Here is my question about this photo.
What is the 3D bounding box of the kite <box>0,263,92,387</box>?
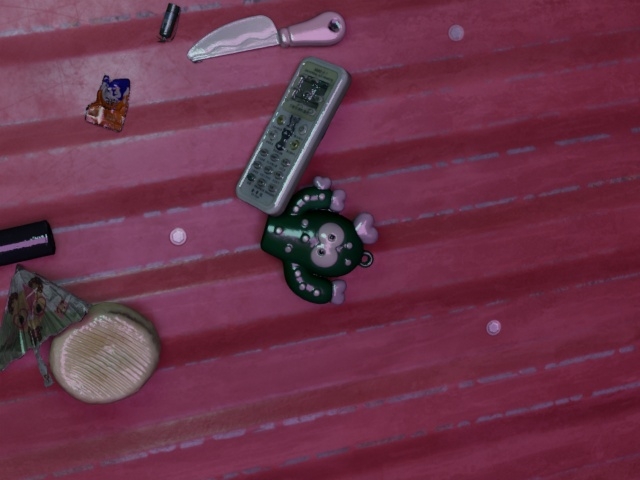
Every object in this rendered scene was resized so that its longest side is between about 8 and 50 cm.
[{"bbox_3d":[-0.572,0.166,1.782,0.322,0.013,0.268,-29,70,26],"label":"kite"}]

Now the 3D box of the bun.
[{"bbox_3d":[-0.440,0.228,1.829,0.222,0.127,0.223,0,91,-20],"label":"bun"}]

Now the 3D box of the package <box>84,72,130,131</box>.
[{"bbox_3d":[-0.427,-0.281,1.812,0.077,0.033,0.111,8,110,-35],"label":"package"}]

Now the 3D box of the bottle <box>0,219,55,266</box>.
[{"bbox_3d":[-0.657,0.018,1.779,0.244,0.072,0.082,-14,142,-8],"label":"bottle"}]

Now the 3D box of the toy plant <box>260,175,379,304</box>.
[{"bbox_3d":[0.000,0.005,1.891,0.243,0.112,0.232,41,91,-6],"label":"toy plant"}]

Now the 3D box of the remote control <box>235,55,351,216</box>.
[{"bbox_3d":[-0.053,-0.214,1.857,0.065,0.128,0.335,27,91,-53],"label":"remote control"}]

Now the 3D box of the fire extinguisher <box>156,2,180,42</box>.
[{"bbox_3d":[-0.306,-0.437,1.820,0.038,0.025,0.083,17,93,-36],"label":"fire extinguisher"}]

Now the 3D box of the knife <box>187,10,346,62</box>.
[{"bbox_3d":[-0.112,-0.428,1.854,0.335,0.043,0.081,-9,93,-8],"label":"knife"}]
